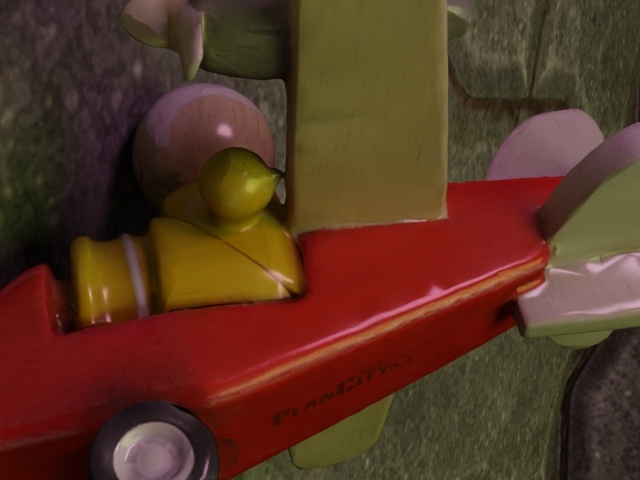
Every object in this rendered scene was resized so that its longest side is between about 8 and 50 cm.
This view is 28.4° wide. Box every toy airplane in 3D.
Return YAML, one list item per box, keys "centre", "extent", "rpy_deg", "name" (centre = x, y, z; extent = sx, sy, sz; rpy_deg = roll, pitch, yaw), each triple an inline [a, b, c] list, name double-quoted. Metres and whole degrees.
- centre: [0.000, 0.000, 0.716]
  extent: [0.386, 0.272, 0.384]
  rpy_deg: [-50, 147, 20]
  name: "toy airplane"
